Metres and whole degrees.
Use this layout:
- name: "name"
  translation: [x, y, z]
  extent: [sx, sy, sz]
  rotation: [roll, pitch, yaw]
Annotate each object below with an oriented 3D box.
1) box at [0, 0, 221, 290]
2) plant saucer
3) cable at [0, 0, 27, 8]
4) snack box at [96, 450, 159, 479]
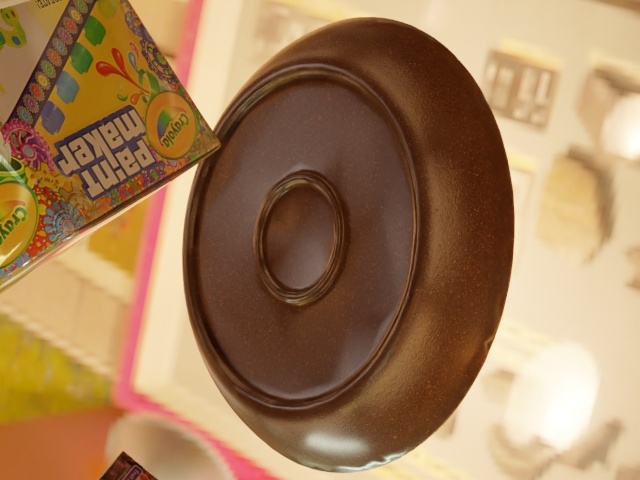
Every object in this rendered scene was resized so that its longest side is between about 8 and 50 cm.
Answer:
- name: "box"
  translation: [-0.269, -0.078, 1.105]
  extent: [0.279, 0.290, 0.177]
  rotation: [58, -151, -3]
- name: "plant saucer"
  translation: [0.000, 0.000, 1.315]
  extent: [0.050, 0.310, 0.310]
  rotation: [7, -165, -44]
- name: "cable"
  translation: [-0.136, -0.172, 0.508]
  extent: [0.257, 0.089, 0.257]
  rotation: [-22, -106, -35]
- name: "snack box"
  translation: [-0.134, 0.219, 1.308]
  extent: [0.100, 0.037, 0.141]
  rotation: [41, -141, -1]
